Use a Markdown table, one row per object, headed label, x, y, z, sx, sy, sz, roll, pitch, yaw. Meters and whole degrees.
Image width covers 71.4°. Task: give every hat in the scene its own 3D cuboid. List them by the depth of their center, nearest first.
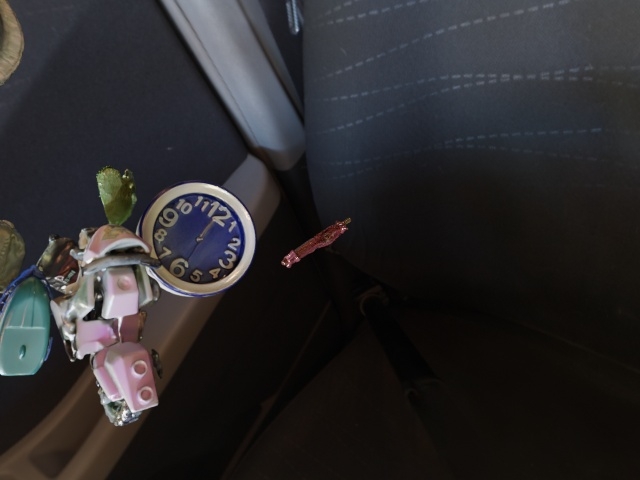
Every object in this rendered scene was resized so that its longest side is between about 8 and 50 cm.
| label | x | y | z | sx | sy | sz | roll | pitch | yaw |
| --- | --- | --- | --- | --- | --- | --- | --- | --- | --- |
| hat | -0.591 | 0.008 | 0.669 | 0.214 | 0.245 | 0.149 | 15 | 80 | -6 |

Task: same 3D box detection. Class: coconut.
| label | x | y | z | sx | sy | sz | roll | pitch | yaw |
| --- | --- | --- | --- | --- | --- | --- | --- | --- | --- |
| coconut | -0.384 | -0.079 | 0.849 | 0.158 | 0.055 | 0.133 | -131 | 49 | -73 |

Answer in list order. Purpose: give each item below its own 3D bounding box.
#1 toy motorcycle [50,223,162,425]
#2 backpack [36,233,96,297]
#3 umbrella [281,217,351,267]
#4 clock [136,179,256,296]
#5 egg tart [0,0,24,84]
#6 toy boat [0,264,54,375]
| label | x | y | z | sx | sy | sz | roll | pitch | yaw |
| --- | --- | --- | --- | --- | --- | --- | --- | --- | --- |
| toy motorcycle | -0.319 | 0.112 | 0.692 | 0.188 | 0.143 | 0.327 | -33 | 69 | 39 |
| backpack | -0.571 | 0.071 | 1.046 | 0.106 | 0.165 | 0.120 | 8 | 68 | 31 |
| umbrella | 0.000 | 0.000 | 0.667 | 0.027 | 0.025 | 0.165 | -19 | 10 | 46 |
| clock | -0.248 | -0.001 | 0.899 | 0.083 | 0.230 | 0.230 | -21 | 43 | 60 |
| egg tart | -0.372 | -0.211 | 0.361 | 0.094 | 0.234 | 0.234 | -35 | 44 | 38 |
| toy boat | -0.490 | 0.125 | 0.735 | 0.110 | 0.091 | 0.175 | 9 | 89 | 53 |
